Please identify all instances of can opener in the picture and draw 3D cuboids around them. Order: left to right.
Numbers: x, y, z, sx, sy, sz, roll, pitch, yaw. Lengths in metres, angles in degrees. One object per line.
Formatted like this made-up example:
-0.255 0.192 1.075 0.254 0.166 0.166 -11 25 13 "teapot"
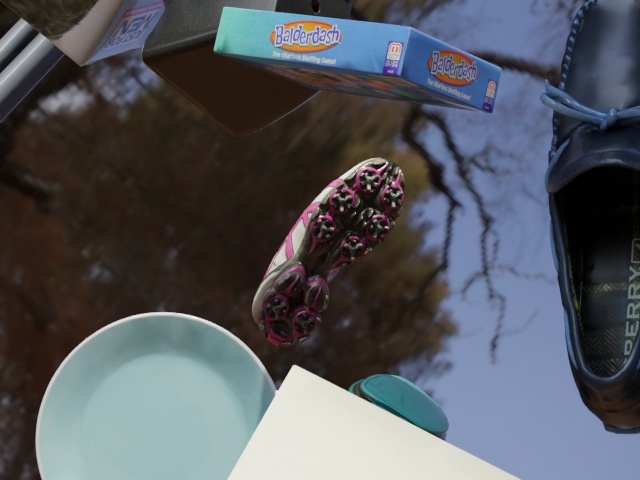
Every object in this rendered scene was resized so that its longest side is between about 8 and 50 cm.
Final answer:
-0.356 -0.265 1.879 0.076 0.283 0.095 18 -38 21 "can opener"

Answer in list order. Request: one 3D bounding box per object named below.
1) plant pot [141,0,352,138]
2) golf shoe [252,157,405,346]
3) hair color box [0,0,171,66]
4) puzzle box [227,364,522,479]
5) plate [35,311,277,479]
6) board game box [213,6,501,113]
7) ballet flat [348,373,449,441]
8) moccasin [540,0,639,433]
-0.070 -0.254 1.773 0.167 0.187 0.188 -9 -33 35 "plant pot"
0.000 0.000 1.312 0.067 0.186 0.086 36 7 -21 "golf shoe"
-0.136 -0.339 1.145 0.185 0.113 0.374 38 -66 5 "hair color box"
0.044 0.231 0.775 0.272 0.409 0.052 28 -64 3 "puzzle box"
-0.119 0.148 1.141 0.188 0.188 0.024 38 -5 6 "plate"
0.034 -0.164 1.379 0.210 0.047 0.160 12 0 36 "board game box"
0.040 0.152 1.097 0.083 0.087 0.247 34 4 5 "ballet flat"
0.228 -0.038 1.085 0.137 0.342 0.117 -12 -25 22 "moccasin"
